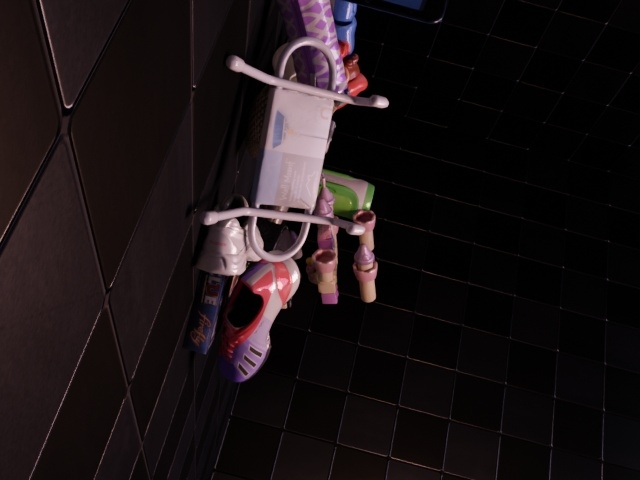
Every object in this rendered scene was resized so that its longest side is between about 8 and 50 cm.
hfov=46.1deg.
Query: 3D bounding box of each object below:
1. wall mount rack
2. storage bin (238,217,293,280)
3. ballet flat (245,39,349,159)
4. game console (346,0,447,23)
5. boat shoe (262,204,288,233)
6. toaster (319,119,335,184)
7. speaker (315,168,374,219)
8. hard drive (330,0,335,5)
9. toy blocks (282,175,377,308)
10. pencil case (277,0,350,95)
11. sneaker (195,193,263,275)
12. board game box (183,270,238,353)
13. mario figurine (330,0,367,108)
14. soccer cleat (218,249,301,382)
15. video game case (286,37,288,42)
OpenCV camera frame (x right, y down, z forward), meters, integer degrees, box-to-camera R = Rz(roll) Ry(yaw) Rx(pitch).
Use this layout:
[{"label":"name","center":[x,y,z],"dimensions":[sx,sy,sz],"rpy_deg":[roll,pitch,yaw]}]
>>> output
[{"label":"wall mount rack","center":[-0.050,-0.129,1.087],"dimensions":[0.130,0.304,0.350],"rpy_deg":[19,-79,51]},{"label":"storage bin","center":[-0.133,0.055,1.587],"dimensions":[0.122,0.084,0.180],"rpy_deg":[76,33,-62]},{"label":"ballet flat","center":[-0.035,-0.295,1.414],"dimensions":[0.483,0.164,0.182],"rpy_deg":[-71,162,-61]},{"label":"game console","center":[0.124,-0.580,1.395],"dimensions":[0.173,0.293,0.250],"rpy_deg":[-76,-179,-53]},{"label":"boat shoe","center":[-0.107,-0.165,1.949],"dimensions":[0.112,0.095,0.335],"rpy_deg":[97,13,-73]},{"label":"toaster","center":[-0.059,-0.187,1.725],"dimensions":[0.129,0.146,0.227],"rpy_deg":[-74,179,-60]},{"label":"speaker","center":[0.004,-0.149,2.239],"dimensions":[0.131,0.296,0.131],"rpy_deg":[-165,-90,-89]},{"label":"hard drive","center":[0.047,-0.773,2.231],"dimensions":[0.172,0.054,0.255],"rpy_deg":[-76,-179,-62]},{"label":"toy blocks","center":[0.000,0.000,2.077],"dimensions":[0.289,0.309,0.260],"rpy_deg":[-88,172,-51]},{"label":"pencil case","center":[-0.017,-0.319,1.188],"dimensions":[0.088,0.086,0.206],"rpy_deg":[-44,126,-49]},{"label":"sneaker","center":[-0.133,-0.021,1.214],"dimensions":[0.232,0.090,0.115],"rpy_deg":[-81,-178,-77]},{"label":"board game box","center":[-0.183,0.083,1.356],"dimensions":[0.243,0.042,0.165],"rpy_deg":[-77,-178,-77]},{"label":"mario figurine","center":[0.015,-0.458,1.731],"dimensions":[0.198,0.170,0.321],"rpy_deg":[-19,121,-46]},{"label":"soccer cleat","center":[-0.139,0.152,1.346],"dimensions":[0.116,0.108,0.318],"rpy_deg":[-28,153,-48]},{"label":"video game case","center":[-0.033,-0.503,1.746],"dimensions":[0.300,0.036,0.329],"rpy_deg":[106,-2,-75]}]
